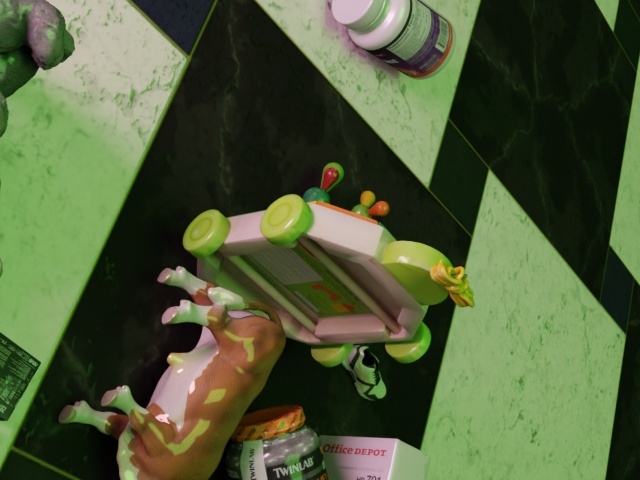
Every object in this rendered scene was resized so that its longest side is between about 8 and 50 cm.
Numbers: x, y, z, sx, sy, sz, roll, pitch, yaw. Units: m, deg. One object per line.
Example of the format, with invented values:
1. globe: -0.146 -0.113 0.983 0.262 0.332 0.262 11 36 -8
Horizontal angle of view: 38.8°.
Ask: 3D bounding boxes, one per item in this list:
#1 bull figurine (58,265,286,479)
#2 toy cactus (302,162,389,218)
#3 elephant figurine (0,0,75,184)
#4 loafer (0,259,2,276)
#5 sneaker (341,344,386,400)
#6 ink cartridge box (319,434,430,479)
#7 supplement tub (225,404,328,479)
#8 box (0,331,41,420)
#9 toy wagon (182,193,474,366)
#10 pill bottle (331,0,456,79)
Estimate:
1. bull figurine: -0.151 0.182 0.970 0.188 0.101 0.310 47 59 -32
2. toy cactus: 0.000 0.000 1.201 0.180 0.112 0.219 7 88 -39
3. elephant figurine: -0.328 -0.114 0.793 0.186 0.169 0.239 27 78 -13
4. loafer: -0.381 -0.057 0.697 0.319 0.111 0.112 42 36 -18
5. sneaker: 0.068 0.189 1.284 0.109 0.043 0.040 55 45 -31
6. ink cartridge box: 0.048 0.353 1.162 0.082 0.139 0.191 35 59 -39
7. supplement tub: -0.046 0.298 1.073 0.117 0.117 0.190 -15 93 -50
8. box: -0.315 0.122 0.862 0.083 0.018 0.067 47 52 -35
9. toy wagon: 0.021 0.046 1.016 0.267 0.344 0.068 45 51 -36
10. pill bottle: 0.108 -0.322 1.357 0.193 0.108 0.108 20 70 -46
